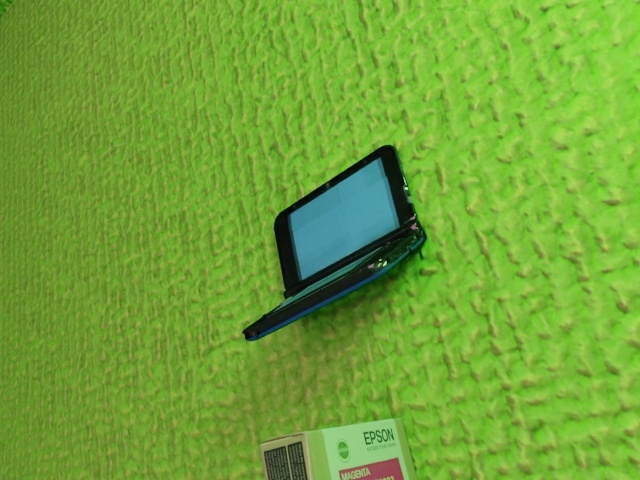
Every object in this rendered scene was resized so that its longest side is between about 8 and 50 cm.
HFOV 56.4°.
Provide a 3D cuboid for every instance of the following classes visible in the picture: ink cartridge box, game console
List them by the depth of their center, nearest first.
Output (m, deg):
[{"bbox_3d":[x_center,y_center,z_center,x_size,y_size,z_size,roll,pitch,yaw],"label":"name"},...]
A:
[{"bbox_3d":[0.042,0.349,0.801,0.088,0.234,0.193,-27,66,33],"label":"ink cartridge box"},{"bbox_3d":[0.000,0.000,0.957,0.293,0.250,0.173,-31,89,32],"label":"game console"}]
